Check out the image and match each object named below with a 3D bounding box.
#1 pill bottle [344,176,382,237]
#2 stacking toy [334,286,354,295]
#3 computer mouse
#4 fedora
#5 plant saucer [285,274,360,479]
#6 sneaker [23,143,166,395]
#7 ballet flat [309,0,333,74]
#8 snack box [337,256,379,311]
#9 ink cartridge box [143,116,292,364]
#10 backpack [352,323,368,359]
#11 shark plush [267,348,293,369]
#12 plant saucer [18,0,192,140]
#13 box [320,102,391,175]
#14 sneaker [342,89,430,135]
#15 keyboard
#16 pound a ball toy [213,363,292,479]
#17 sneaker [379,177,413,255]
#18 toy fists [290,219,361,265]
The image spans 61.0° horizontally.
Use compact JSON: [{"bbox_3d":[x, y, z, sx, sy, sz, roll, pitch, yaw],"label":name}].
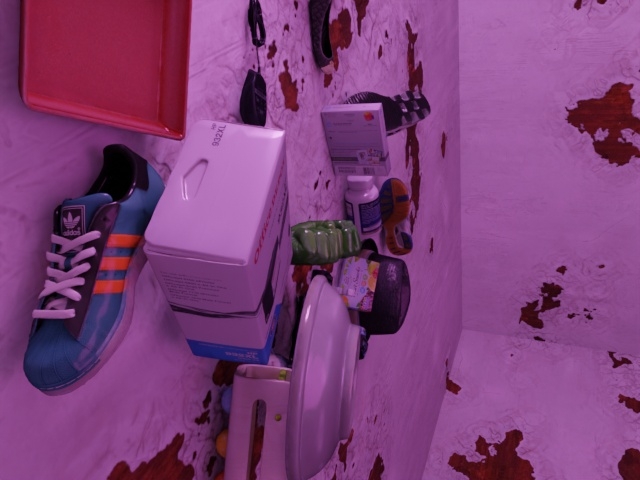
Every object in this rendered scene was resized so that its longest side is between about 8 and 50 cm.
[{"bbox_3d":[0.117,-0.100,1.496,0.094,0.094,0.169,-54,143,-50],"label":"pill bottle"},{"bbox_3d":[0.022,0.194,1.320,0.221,0.052,0.166,22,75,-66],"label":"stacking toy"},{"bbox_3d":[-0.125,-0.314,0.972,0.071,0.041,0.241,14,75,-75],"label":"computer mouse"},{"bbox_3d":[0.185,0.162,1.641,0.334,0.153,0.333,6,90,-67],"label":"fedora"},{"bbox_3d":[0.018,0.269,1.053,0.400,0.101,0.399,6,90,-83],"label":"plant saucer"},{"bbox_3d":[-0.270,0.018,0.625,0.121,0.108,0.302,65,30,-49],"label":"sneaker"},{"bbox_3d":[0.010,-0.460,1.223,0.057,0.049,0.173,-54,143,-48],"label":"ballet flat"},{"bbox_3d":[0.101,0.120,1.505,0.037,0.100,0.141,147,-44,-70],"label":"snack box"},{"bbox_3d":[-0.124,0.015,0.787,0.307,0.129,0.223,91,9,-56],"label":"ink cartridge box"},{"bbox_3d":[0.081,0.277,1.486,0.114,0.105,0.084,69,35,-55],"label":"backpack"},{"bbox_3d":[-0.079,0.277,1.160,0.161,0.067,0.073,51,48,-58],"label":"shark plush"},{"bbox_3d":[-0.255,-0.265,0.657,0.259,0.048,0.258,-5,100,-66],"label":"plant saucer"},{"bbox_3d":[0.090,-0.245,1.338,0.038,0.145,0.186,-65,150,-42],"label":"box"},{"bbox_3d":[0.159,-0.335,1.520,0.331,0.146,0.122,-14,81,-42],"label":"sneaker"},{"bbox_3d":[-0.022,0.227,1.329,0.201,0.033,0.316,27,70,-65],"label":"keyboard"},{"bbox_3d":[-0.129,0.401,1.038,0.208,0.136,0.318,153,-57,-87],"label":"pound a ball toy"},{"bbox_3d":[0.245,-0.094,1.818,0.131,0.112,0.296,-83,166,-53],"label":"sneaker"},{"bbox_3d":[0.000,0.000,1.187,0.279,0.142,0.096,-9,103,-67],"label":"toy fists"}]
